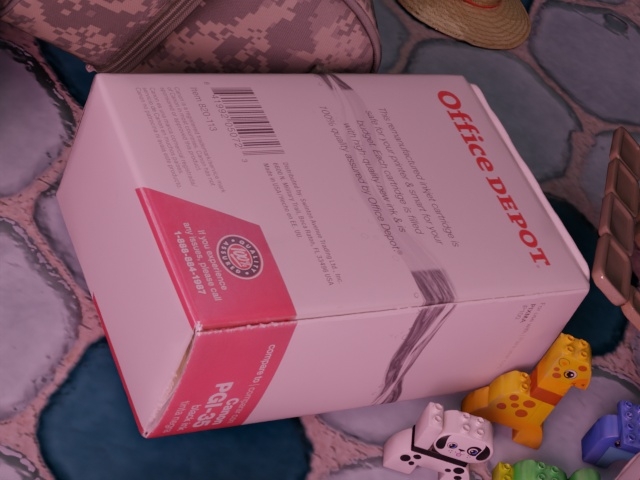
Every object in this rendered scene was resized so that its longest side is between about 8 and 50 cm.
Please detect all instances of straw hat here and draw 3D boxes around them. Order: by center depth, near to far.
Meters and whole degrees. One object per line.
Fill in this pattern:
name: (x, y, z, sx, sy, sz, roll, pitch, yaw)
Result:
straw hat: (0.135, -0.239, 1.287, 0.144, 0.061, 0.144, 14, 44, -15)

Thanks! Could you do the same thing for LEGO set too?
LEGO set: (0.164, 0.119, 0.926, 0.227, 0.093, 0.087, 18, 43, -10)

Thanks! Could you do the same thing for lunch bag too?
lunch bag: (-0.080, -0.244, 1.071, 0.256, 0.212, 0.305, 23, 42, -31)

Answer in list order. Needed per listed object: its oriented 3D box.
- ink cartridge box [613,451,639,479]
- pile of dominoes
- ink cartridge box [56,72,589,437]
ink cartridge box: (0.182, 0.232, 0.781, 0.087, 0.153, 0.208, 23, 43, -7)
pile of dominoes: (0.257, 0.039, 1.056, 0.196, 0.040, 0.251, 47, 30, -12)
ink cartridge box: (0.000, 0.000, 0.939, 0.283, 0.117, 0.207, -4, 51, -30)
